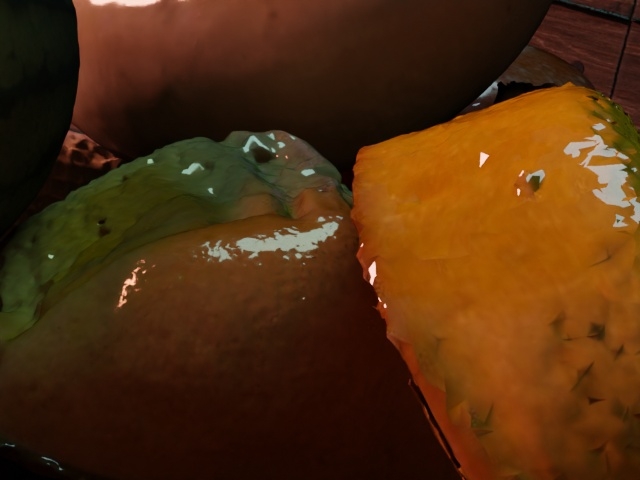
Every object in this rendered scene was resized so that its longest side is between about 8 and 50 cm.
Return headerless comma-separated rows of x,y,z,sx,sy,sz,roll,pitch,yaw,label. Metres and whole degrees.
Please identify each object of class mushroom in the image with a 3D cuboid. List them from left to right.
-0.031,-0.209,0.865,0.362,0.362,0.295,18,-36,37,mushroom

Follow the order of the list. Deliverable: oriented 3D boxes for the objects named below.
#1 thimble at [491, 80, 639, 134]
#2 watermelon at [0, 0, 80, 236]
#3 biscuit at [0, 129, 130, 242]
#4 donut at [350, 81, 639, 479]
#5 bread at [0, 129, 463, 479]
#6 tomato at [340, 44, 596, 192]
0.172,0.039,0.843,0.271,0.150,0.271,35,1,0,thimble
-0.285,-0.081,0.625,0.359,0.279,0.279,-3,15,-38,watermelon
-0.249,-0.023,0.869,0.426,0.144,0.078,10,8,-33,biscuit
0.120,0.053,0.577,0.108,0.277,0.277,-30,-5,13,donut
-0.029,0.045,0.651,0.262,0.163,0.204,10,18,-21,bread
0.053,-0.031,1.107,0.341,0.273,0.341,3,11,-1,tomato
